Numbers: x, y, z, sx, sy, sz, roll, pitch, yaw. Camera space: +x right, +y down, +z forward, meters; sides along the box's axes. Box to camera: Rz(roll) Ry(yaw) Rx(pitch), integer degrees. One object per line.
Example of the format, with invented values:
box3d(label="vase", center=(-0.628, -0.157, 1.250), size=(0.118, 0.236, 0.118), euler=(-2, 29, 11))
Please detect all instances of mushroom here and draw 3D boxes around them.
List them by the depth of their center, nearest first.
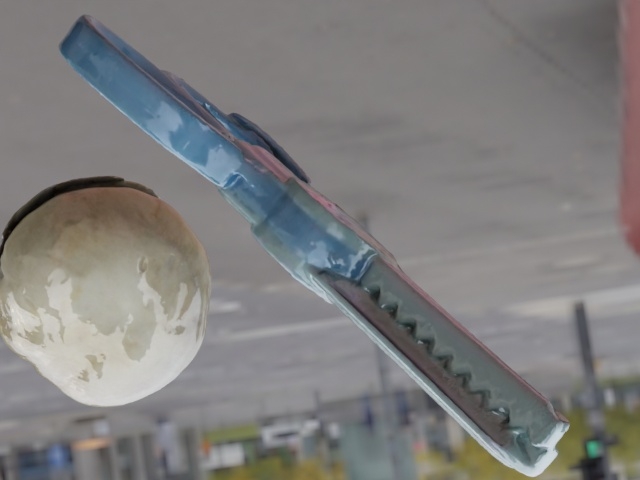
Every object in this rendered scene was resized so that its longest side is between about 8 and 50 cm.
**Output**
box3d(label="mushroom", center=(-0.148, 0.034, 1.333), size=(0.154, 0.154, 0.122), euler=(-6, -162, -19))

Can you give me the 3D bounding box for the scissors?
box3d(label="scissors", center=(0.000, 0.000, 0.753), size=(0.030, 0.256, 0.125), euler=(-51, 148, 7))
